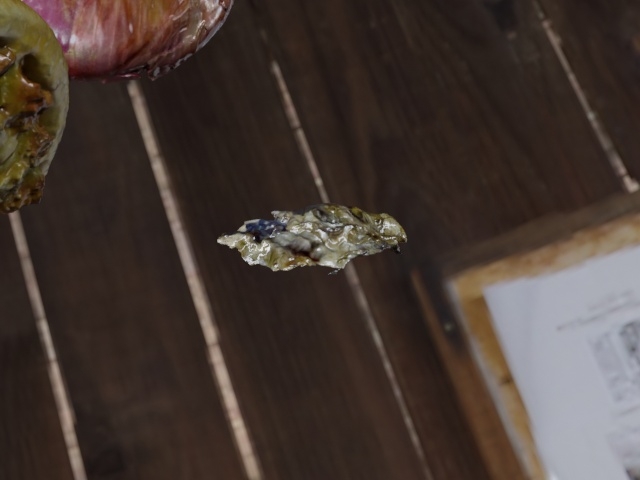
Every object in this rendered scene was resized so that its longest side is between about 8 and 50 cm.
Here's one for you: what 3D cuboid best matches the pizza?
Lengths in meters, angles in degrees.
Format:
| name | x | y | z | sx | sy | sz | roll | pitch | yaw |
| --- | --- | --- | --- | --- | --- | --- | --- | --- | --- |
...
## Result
| name | x | y | z | sx | sy | sz | roll | pitch | yaw |
| --- | --- | --- | --- | --- | --- | --- | --- | --- | --- |
| pizza | -0.168 | -0.045 | 0.719 | 0.134 | 0.046 | 0.175 | -42 | 161 | -7 |

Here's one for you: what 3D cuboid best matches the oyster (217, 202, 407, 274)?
| name | x | y | z | sx | sy | sz | roll | pitch | yaw |
| --- | --- | --- | --- | --- | --- | --- | --- | --- | --- |
| oyster | 0.003 | -0.003 | 1.205 | 0.148 | 0.051 | 0.103 | 1 | -174 | -45 |

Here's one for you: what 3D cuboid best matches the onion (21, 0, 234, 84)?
| name | x | y | z | sx | sy | sz | roll | pitch | yaw |
| --- | --- | --- | --- | --- | --- | --- | --- | --- | --- |
| onion | -0.175 | -0.219 | 1.131 | 0.230 | 0.230 | 0.163 | -14 | 138 | -12 |
